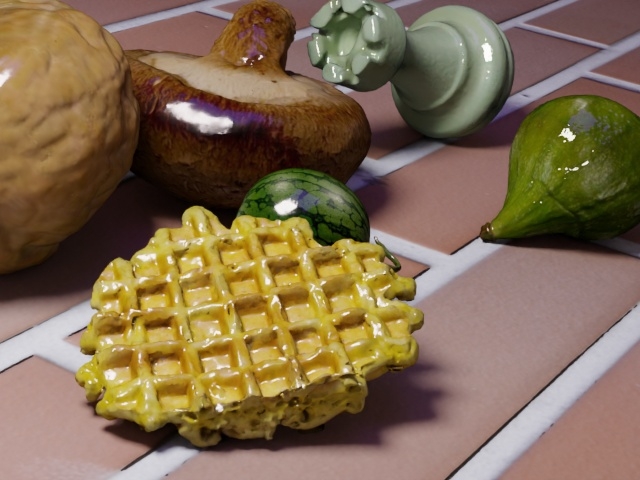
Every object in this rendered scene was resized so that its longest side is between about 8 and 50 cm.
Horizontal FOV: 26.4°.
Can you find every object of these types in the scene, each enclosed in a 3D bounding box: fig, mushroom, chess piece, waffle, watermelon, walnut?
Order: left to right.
[{"bbox_3d":[-0.352,-0.114,1.447,0.306,0.306,0.344,9,23,6],"label":"walnut"},{"bbox_3d":[-0.109,-0.144,1.689,0.345,0.239,0.345,-14,23,6],"label":"mushroom"},{"bbox_3d":[-0.064,0.079,1.272,0.311,0.060,0.307,13,43,15],"label":"waffle"},{"bbox_3d":[0.000,0.000,1.458,0.187,0.141,0.141,17,24,-3],"label":"watermelon"},{"bbox_3d":[0.118,-0.252,1.892,0.194,0.195,0.299,26,12,37],"label":"chess piece"},{"bbox_3d":[0.306,-0.058,1.689,0.235,0.203,0.203,-48,47,-14],"label":"fig"}]
